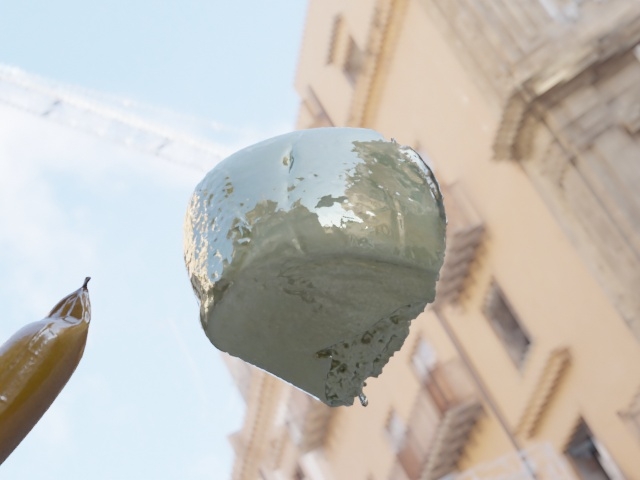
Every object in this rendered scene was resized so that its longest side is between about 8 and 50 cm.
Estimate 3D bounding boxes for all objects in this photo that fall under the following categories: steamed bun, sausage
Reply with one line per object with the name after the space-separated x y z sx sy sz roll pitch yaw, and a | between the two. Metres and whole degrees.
0.000 0.000 1.801 0.273 0.290 0.272 23 -68 -34 | steamed bun
-0.375 0.175 2.003 0.328 0.112 0.112 -53 -18 -32 | sausage
